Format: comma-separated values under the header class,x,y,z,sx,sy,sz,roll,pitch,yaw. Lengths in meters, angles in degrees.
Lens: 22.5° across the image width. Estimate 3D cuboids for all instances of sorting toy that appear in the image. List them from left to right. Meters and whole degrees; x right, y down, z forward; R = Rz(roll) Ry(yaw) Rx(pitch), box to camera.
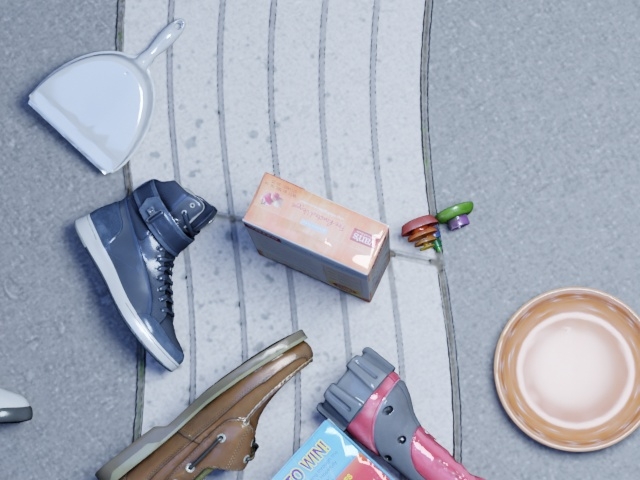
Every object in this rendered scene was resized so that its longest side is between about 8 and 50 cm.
class,x,y,z,sx,sy,sz,roll,pitch,yaw
sorting toy,0.147,-0.012,1.973,0.102,0.061,0.042,-18,80,-19

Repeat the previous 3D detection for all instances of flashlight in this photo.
class,x,y,z,sx,sy,sz,roll,pitch,yaw
flashlight,0.141,0.256,1.907,0.304,0.103,0.103,38,81,9

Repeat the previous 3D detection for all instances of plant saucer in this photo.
class,x,y,z,sx,sy,sz,roll,pitch,yaw
plant saucer,0.309,0.157,1.948,0.200,0.037,0.200,-1,79,3

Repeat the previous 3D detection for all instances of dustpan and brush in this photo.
class,x,y,z,sx,sy,sz,roll,pitch,yaw
dustpan and brush,-0.246,-0.205,2.033,0.147,0.060,0.211,43,91,-2

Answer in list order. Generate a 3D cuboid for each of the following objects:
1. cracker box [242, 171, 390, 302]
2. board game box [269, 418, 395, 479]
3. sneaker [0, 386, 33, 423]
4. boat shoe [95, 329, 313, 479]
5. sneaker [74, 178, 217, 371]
class,x,y,z,sx,sy,sz,roll,pitch,yaw
cracker box,0.000,0.000,1.890,0.156,0.232,0.067,24,83,6
board game box,0.017,0.416,1.813,0.302,0.086,0.308,42,84,9
sneaker,-0.477,0.142,1.961,0.270,0.090,0.145,7,83,6
boat shoe,-0.119,0.230,1.928,0.307,0.111,0.104,-38,84,6
sneaker,-0.182,0.032,1.968,0.163,0.086,0.226,-29,79,0
